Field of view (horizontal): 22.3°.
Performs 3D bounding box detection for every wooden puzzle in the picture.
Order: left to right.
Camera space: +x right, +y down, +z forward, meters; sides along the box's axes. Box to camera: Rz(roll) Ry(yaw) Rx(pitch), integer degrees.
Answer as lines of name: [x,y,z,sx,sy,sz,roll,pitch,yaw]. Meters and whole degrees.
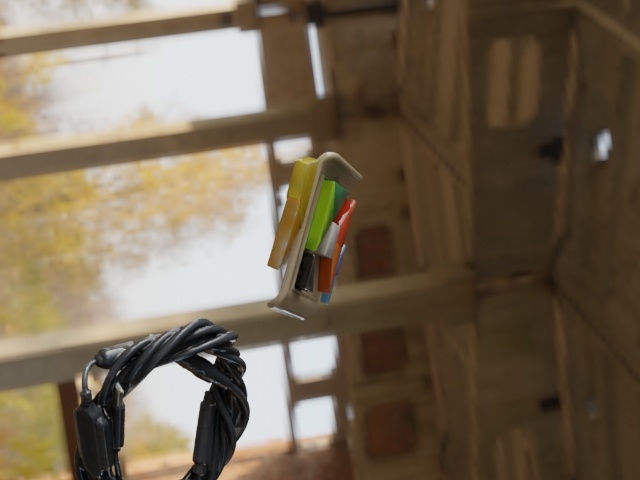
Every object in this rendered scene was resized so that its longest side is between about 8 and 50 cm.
wooden puzzle: [0.000,0.000,0.720,0.116,0.014,0.078,4,105,-76]

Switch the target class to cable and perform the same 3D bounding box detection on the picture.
cable: [-0.120,0.141,1.257,0.047,0.150,0.184,33,-40,41]
